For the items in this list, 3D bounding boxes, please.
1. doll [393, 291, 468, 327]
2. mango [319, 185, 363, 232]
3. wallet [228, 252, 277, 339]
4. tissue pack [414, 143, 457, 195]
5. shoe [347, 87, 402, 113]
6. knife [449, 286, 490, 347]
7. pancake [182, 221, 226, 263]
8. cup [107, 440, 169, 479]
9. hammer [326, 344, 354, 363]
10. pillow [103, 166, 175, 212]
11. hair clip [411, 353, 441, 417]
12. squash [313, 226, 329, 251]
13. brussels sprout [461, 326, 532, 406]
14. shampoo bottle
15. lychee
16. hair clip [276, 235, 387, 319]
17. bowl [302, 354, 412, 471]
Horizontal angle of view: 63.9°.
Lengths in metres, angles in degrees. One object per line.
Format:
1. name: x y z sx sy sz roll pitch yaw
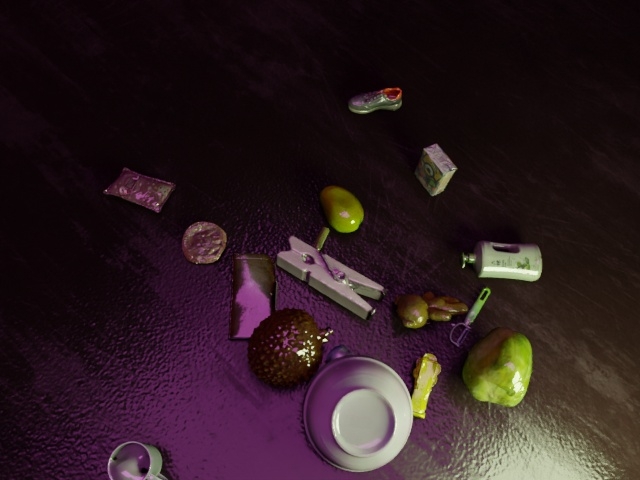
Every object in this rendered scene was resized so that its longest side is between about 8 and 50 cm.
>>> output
1. doll: 0.315 0.205 1.469 0.209 0.097 0.137 -1 28 -13
2. mango: 0.068 -0.101 1.577 0.117 0.089 0.163 -16 68 -12
3. wallet: -0.192 0.160 1.473 0.137 0.031 0.255 2 68 -7
4. tissue pack: 0.360 -0.222 1.623 0.060 0.148 0.109 -28 71 -14
5. shoe: 0.190 -0.489 1.764 0.194 0.077 0.074 -5 67 -8
6. knife: 0.437 0.216 1.511 0.054 0.015 0.212 32 68 18
7. pancake: -0.346 0.007 1.531 0.139 0.022 0.140 2 65 -4
8. cup: -0.432 0.551 1.224 0.099 0.133 0.136 -28 72 -17
9. hammer: 0.027 0.380 1.379 0.116 0.069 0.194 43 75 12
10. pillow: -0.551 -0.155 1.576 0.185 0.043 0.118 22 60 1
11. hair clip: 0.282 0.394 1.401 0.072 0.046 0.173 17 68 0
12. squash: 0.000 0.000 1.561 0.027 0.027 0.083 24 67 6
13. brussels sprout: 0.467 0.328 1.354 0.161 0.223 0.223 17 66 -2
14. shampoo bottle: 0.535 0.058 1.548 0.234 0.087 0.118 4 68 -3
15. lychee: -0.079 0.277 1.346 0.238 0.200 0.200 -19 69 1
16. hair clip: 0.029 0.104 1.486 0.330 0.085 0.101 31 65 11
17. bowl: 0.097 0.435 1.274 0.287 0.144 0.287 0 83 -3
